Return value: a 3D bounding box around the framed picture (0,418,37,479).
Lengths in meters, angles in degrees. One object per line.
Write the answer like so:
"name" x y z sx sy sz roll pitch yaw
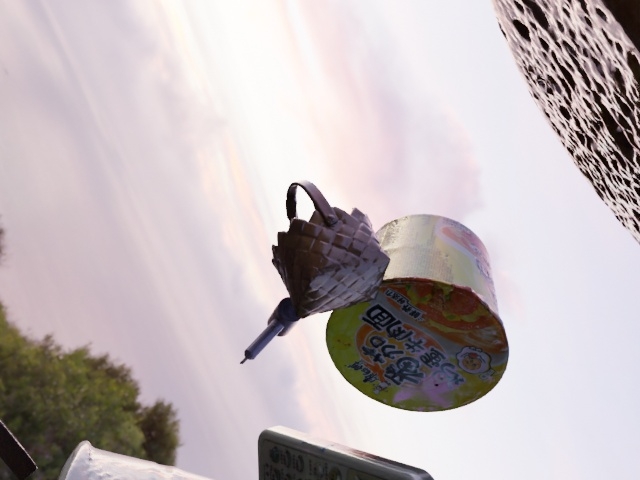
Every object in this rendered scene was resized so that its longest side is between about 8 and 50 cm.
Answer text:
"framed picture" -0.366 0.185 0.867 0.168 0.023 0.128 1 -54 60

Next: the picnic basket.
"picnic basket" 0.000 0.000 1.062 0.128 0.137 0.179 103 -34 -46

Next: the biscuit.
"biscuit" 0.241 -0.101 0.600 0.351 0.070 0.394 60 8 29

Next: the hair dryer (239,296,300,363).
"hair dryer" -0.072 0.129 1.080 0.037 0.114 0.063 42 -34 5

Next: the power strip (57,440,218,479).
"power strip" -0.191 0.358 0.709 0.357 0.161 0.358 -162 -90 -82

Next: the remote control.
"remote control" 0.029 0.331 1.054 0.335 0.065 0.128 0 -90 52

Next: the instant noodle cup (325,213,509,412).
"instant noodle cup" 0.151 0.099 1.205 0.200 0.264 0.264 -73 150 -53
